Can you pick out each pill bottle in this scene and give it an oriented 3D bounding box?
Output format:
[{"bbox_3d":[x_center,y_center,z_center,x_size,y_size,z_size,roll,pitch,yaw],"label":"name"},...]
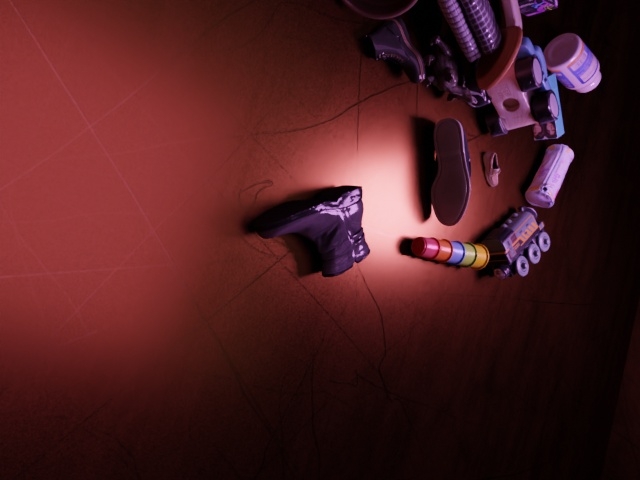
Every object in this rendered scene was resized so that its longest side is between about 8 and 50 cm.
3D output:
[{"bbox_3d":[1.053,-0.724,1.883,0.272,0.152,0.152,17,84,-38],"label":"pill bottle"}]

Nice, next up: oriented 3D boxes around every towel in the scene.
[{"bbox_3d":[0.455,-0.718,1.380,0.235,0.121,0.284,45,42,-31],"label":"towel"}]

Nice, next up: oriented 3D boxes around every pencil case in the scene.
[{"bbox_3d":[0.940,-0.267,1.863,0.273,0.113,0.124,-57,146,-20],"label":"pencil case"}]

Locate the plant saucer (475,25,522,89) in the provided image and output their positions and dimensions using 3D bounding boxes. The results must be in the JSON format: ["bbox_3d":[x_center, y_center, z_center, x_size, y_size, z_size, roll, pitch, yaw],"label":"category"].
[{"bbox_3d":[0.542,-0.568,1.405,0.037,0.200,0.200,20,81,-11],"label":"plant saucer"}]

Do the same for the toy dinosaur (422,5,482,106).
[{"bbox_3d":[0.387,-0.558,1.428,0.160,0.121,0.314,-24,95,-53],"label":"toy dinosaur"}]

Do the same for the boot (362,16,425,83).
[{"bbox_3d":[0.208,-0.523,1.308,0.137,0.077,0.198,-39,103,-23],"label":"boot"}]

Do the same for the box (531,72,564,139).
[{"bbox_3d":[0.893,-0.529,1.811,0.060,0.100,0.244,-32,112,-30],"label":"box"}]

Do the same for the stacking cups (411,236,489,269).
[{"bbox_3d":[0.435,0.042,1.515,0.316,0.096,0.096,7,90,-38],"label":"stacking cups"}]

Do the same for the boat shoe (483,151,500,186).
[{"bbox_3d":[0.636,-0.261,1.672,0.050,0.045,0.135,-36,115,-30],"label":"boat shoe"}]

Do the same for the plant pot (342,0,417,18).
[{"bbox_3d":[0.172,-0.750,1.162,0.263,0.263,0.229,46,51,-31],"label":"plant pot"}]

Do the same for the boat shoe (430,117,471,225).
[{"bbox_3d":[0.427,-0.221,1.473,0.113,0.127,0.340,-24,107,-58],"label":"boat shoe"}]

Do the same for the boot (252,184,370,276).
[{"bbox_3d":[0.000,0.000,1.169,0.338,0.118,0.223,-20,111,-30],"label":"boot"}]

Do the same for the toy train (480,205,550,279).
[{"bbox_3d":[0.749,0.006,1.736,0.334,0.142,0.190,-36,105,-30],"label":"toy train"}]

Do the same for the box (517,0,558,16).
[{"bbox_3d":[0.787,-0.878,1.685,0.162,0.116,0.029,-3,97,-37],"label":"box"}]

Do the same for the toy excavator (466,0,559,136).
[{"bbox_3d":[0.668,-0.659,1.588,0.433,0.222,0.445,46,53,-30],"label":"toy excavator"}]
